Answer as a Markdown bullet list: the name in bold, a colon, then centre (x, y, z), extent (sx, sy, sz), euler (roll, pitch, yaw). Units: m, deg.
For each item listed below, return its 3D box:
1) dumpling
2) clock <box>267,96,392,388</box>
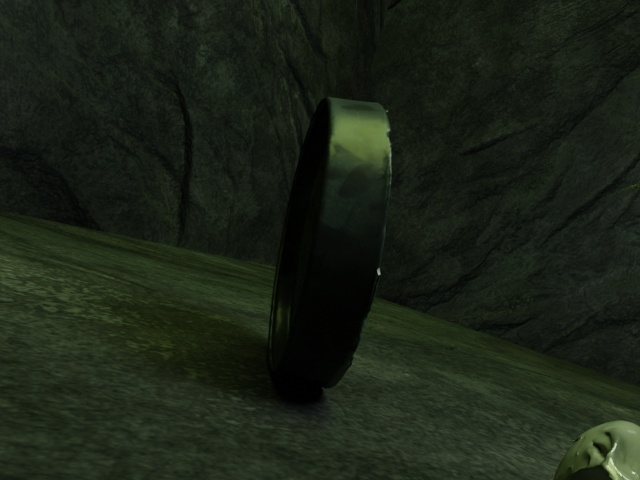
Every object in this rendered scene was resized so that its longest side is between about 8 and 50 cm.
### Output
- **dumpling**: centre (0.267, 0.223, 0.493), extent (0.127, 0.108, 0.188), euler (45, -1, 27)
- **clock**: centre (0.000, 0.000, 0.771), extent (0.077, 0.385, 0.386), euler (11, 1, -10)
